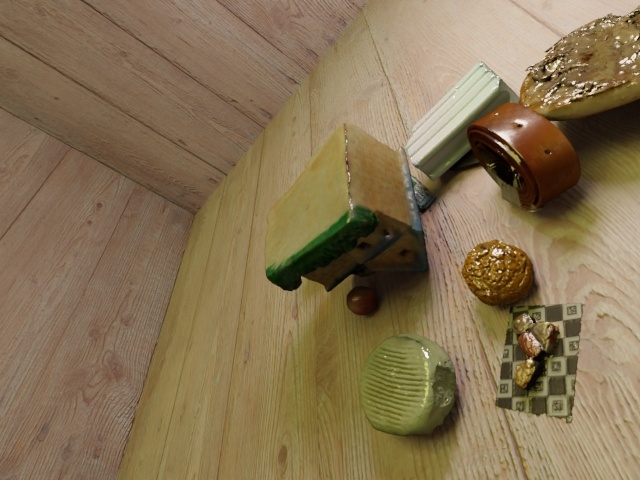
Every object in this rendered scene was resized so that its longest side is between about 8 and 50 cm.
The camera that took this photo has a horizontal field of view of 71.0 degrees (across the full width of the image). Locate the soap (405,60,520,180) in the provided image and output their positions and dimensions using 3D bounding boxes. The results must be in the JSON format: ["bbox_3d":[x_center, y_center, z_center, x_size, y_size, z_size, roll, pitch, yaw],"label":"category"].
[{"bbox_3d":[0.362,-0.312,1.184,0.289,0.095,0.173,-44,28,26],"label":"soap"}]

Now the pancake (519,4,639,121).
[{"bbox_3d":[0.573,-0.361,0.854,0.382,0.071,0.382,-30,27,17],"label":"pancake"}]

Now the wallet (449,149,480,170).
[{"bbox_3d":[0.434,-0.250,1.125,0.244,0.025,0.124,-13,49,56],"label":"wallet"}]

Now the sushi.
[{"bbox_3d":[0.364,0.196,0.769,0.139,0.031,0.201,-16,49,54],"label":"sushi"}]

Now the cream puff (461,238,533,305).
[{"bbox_3d":[0.340,0.059,0.874,0.126,0.103,0.144,-53,32,10],"label":"cream puff"}]

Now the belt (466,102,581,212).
[{"bbox_3d":[0.402,-0.172,0.916,0.105,0.184,0.261,-31,40,4],"label":"belt"}]

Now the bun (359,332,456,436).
[{"bbox_3d":[0.179,0.292,0.911,0.221,0.108,0.221,-36,42,41],"label":"bun"}]

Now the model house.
[{"bbox_3d":[0.088,-0.024,1.163,0.382,0.342,0.335,-40,39,38],"label":"model house"}]

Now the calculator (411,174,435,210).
[{"bbox_3d":[0.278,-0.139,1.295,0.057,0.018,0.172,-50,26,15],"label":"calculator"}]

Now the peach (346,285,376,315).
[{"bbox_3d":[0.111,0.161,1.197,0.083,0.083,0.083,-41,31,32],"label":"peach"}]
